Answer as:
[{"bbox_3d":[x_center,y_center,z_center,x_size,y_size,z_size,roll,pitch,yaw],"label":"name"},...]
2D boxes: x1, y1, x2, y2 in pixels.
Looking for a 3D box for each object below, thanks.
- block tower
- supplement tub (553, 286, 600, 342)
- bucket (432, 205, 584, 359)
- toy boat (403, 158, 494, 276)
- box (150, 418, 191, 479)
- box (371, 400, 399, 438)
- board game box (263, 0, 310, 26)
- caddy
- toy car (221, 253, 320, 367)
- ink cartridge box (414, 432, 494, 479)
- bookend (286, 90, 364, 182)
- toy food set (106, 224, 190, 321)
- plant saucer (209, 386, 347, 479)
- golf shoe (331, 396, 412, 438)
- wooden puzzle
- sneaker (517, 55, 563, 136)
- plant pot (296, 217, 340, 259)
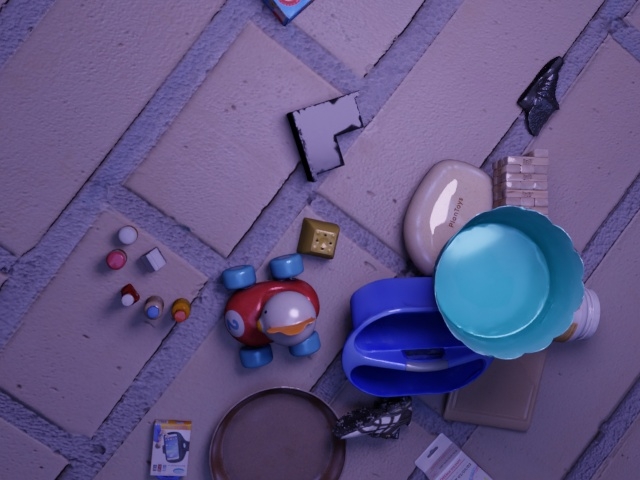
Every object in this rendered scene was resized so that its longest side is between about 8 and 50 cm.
[{"bbox_3d":[0.415,-0.017,1.515,0.097,0.091,0.335,2,88,-6],"label":"block tower"},{"bbox_3d":[0.515,0.157,1.663,0.199,0.144,0.144,8,95,-11],"label":"supplement tub"},{"bbox_3d":[0.341,0.078,1.374,0.281,0.183,0.281,0,89,4],"label":"bucket"},{"bbox_3d":[0.339,-0.016,1.628,0.318,0.148,0.267,27,86,-4],"label":"toy boat"},{"bbox_3d":[-0.331,0.466,1.609,0.081,0.028,0.136,5,93,-11],"label":"box"},{"bbox_3d":[0.153,0.418,1.692,0.067,0.018,0.083,6,95,-10],"label":"box"},{"bbox_3d":[-0.057,-0.666,1.504,0.302,0.086,0.308,-42,101,-3],"label":"board game box"},{"bbox_3d":[0.206,0.217,1.561,0.341,0.179,0.241,-2,123,-10],"label":"caddy"},{"bbox_3d":[-0.093,0.161,1.510,0.210,0.238,0.219,-13,98,-8],"label":"toy car"},{"bbox_3d":[0.322,0.554,1.714,0.181,0.061,0.104,43,87,-11],"label":"ink cartridge box"},{"bbox_3d":[0.027,-0.225,1.573,0.157,0.072,0.156,-20,100,-8],"label":"bookend"},{"bbox_3d":[-0.369,0.083,1.521,0.111,0.104,0.232,-30,100,-5],"label":"toy food set"},{"bbox_3d":[-0.095,0.474,1.640,0.310,0.050,0.311,-1,96,-9],"label":"plant saucer"},{"bbox_3d":[0.124,0.416,1.631,0.198,0.077,0.094,-19,109,-16],"label":"golf shoe"},{"bbox_3d":[0.414,0.326,1.720,0.221,0.044,0.239,11,98,-11],"label":"wooden puzzle"},{"bbox_3d":[0.515,-0.329,1.661,0.089,0.051,0.170,39,93,-12],"label":"sneaker"},{"bbox_3d":[0.000,0.000,1.587,0.081,0.083,0.081,12,95,-11],"label":"plant pot"}]
